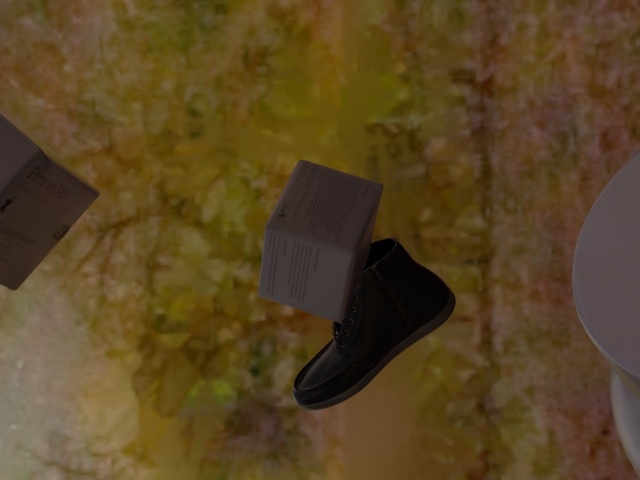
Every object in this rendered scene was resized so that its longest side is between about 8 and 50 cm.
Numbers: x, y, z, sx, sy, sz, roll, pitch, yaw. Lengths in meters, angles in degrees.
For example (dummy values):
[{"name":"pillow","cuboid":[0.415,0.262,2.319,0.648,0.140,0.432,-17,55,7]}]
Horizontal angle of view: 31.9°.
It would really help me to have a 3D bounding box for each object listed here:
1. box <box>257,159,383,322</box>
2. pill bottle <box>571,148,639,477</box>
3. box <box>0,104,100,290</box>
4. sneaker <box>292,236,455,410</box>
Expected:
[{"name":"box","cuboid":[0.000,0.000,1.045,0.101,0.087,0.102,100,-168,-47]},{"name":"pill bottle","cuboid":[0.254,0.091,0.517,0.334,0.188,0.188,45,-154,-35]},{"name":"box","cuboid":[-0.301,-0.066,0.906,0.119,0.182,0.181,-50,-8,-4]},{"name":"sneaker","cuboid":[0.032,0.091,1.263,0.118,0.222,0.083,46,-170,-27]}]
